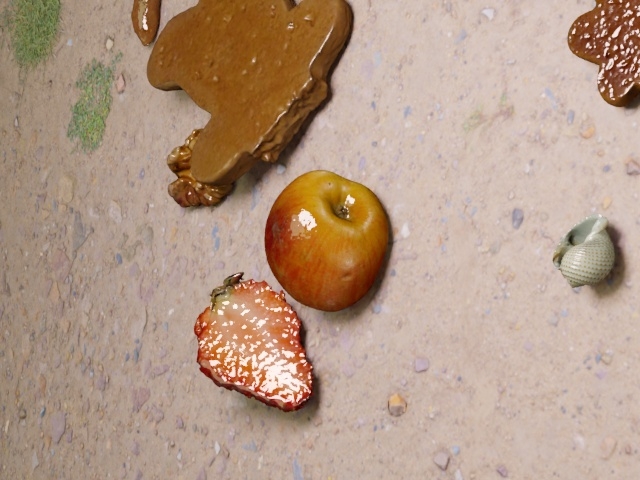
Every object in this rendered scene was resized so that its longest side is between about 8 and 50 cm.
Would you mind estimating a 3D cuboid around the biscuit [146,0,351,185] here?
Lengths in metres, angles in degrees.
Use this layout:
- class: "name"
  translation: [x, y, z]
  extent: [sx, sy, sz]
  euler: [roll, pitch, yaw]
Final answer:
- class: "biscuit"
  translation: [-0.126, -0.294, 1.793]
  extent: [0.368, 0.076, 0.394]
  euler: [-54, 48, 15]

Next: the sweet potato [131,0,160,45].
- class: "sweet potato"
  translation: [-0.336, -0.479, 2.103]
  extent: [0.065, 0.051, 0.218]
  euler: [-19, 70, 49]

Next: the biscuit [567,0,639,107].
- class: "biscuit"
  translation: [0.382, -0.224, 1.224]
  extent: [0.236, 0.039, 0.180]
  euler: [44, 115, 43]

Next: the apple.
- class: "apple"
  translation: [0.000, 0.000, 1.565]
  extent: [0.173, 0.160, 0.195]
  euler: [116, 148, -52]

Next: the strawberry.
- class: "strawberry"
  translation: [-0.098, 0.173, 1.684]
  extent: [0.175, 0.107, 0.236]
  euler: [-19, 65, 7]

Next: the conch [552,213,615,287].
- class: "conch"
  translation: [0.308, 0.016, 1.259]
  extent: [0.085, 0.056, 0.076]
  euler: [-48, 24, -6]

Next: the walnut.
- class: "walnut"
  translation: [-0.211, -0.126, 1.884]
  extent: [0.170, 0.069, 0.143]
  euler: [-25, 63, 42]
